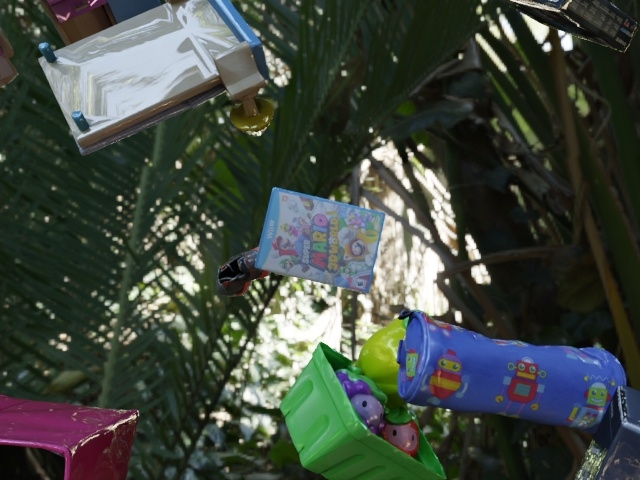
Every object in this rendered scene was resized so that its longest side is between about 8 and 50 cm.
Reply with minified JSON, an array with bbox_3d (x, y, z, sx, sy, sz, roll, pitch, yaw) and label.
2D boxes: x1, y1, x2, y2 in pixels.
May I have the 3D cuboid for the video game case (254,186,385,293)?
[{"bbox_3d":[0.000,0.000,0.917,0.166,0.119,0.015,13,-5,-2],"label":"video game case"}]

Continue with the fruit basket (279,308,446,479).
[{"bbox_3d":[0.145,0.338,1.377,0.392,0.392,0.283,-1,35,-24],"label":"fruit basket"}]

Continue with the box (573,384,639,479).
[{"bbox_3d":[0.296,0.264,0.610,0.108,0.207,0.153,25,12,22],"label":"box"}]

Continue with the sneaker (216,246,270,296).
[{"bbox_3d":[-0.137,0.049,0.989,0.065,0.061,0.158,-10,-16,-36],"label":"sneaker"}]

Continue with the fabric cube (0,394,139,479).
[{"bbox_3d":[-0.336,0.285,0.596,0.259,0.254,0.258,7,-9,-3],"label":"fabric cube"}]

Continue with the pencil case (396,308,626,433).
[{"bbox_3d":[0.245,0.179,0.868,0.306,0.119,0.133,12,-1,-9],"label":"pencil case"}]

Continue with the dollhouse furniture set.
[{"bbox_3d":[-0.225,-0.149,0.697,0.286,0.303,0.198,-30,-31,-11],"label":"dollhouse furniture set"}]

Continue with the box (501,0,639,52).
[{"bbox_3d":[0.376,-0.376,1.022,0.220,0.051,0.175,6,25,-42],"label":"box"}]
